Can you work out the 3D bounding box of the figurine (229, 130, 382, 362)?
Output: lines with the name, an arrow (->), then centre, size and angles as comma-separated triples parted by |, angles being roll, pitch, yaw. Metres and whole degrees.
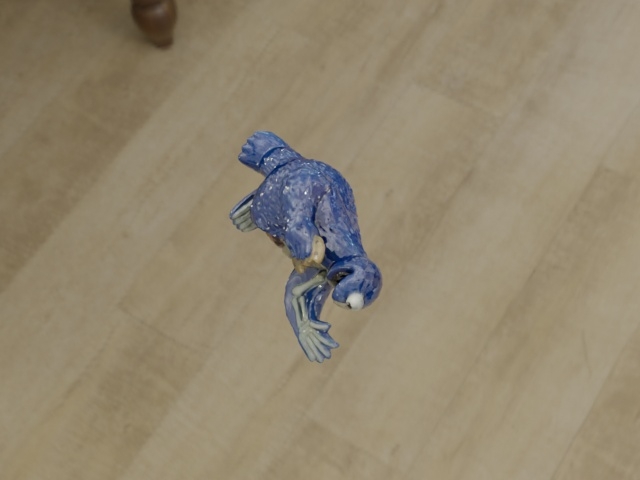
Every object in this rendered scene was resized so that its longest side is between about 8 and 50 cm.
figurine -> -0.002, -0.009, 1.268 | 0.120, 0.164, 0.262 | -15, 51, -21
